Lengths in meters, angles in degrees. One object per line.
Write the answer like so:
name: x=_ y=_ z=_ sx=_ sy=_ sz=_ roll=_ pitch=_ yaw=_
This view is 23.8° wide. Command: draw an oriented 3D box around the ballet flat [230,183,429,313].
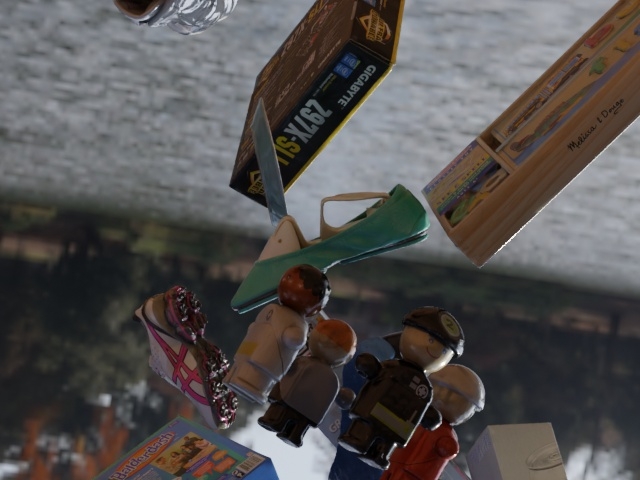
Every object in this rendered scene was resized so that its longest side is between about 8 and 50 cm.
ballet flat: x=0.000 y=0.000 z=1.731 sx=0.247 sy=0.087 sz=0.083 roll=-23 pitch=-175 yaw=0

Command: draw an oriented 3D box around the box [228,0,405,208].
box: x=-0.001 y=-0.231 z=2.090 sx=0.079 sy=0.257 sz=0.322 roll=30 pitch=130 yaw=-15

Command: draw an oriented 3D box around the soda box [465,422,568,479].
soda box: x=0.278 y=0.380 z=1.960 sx=0.098 sy=0.286 sz=0.091 roll=1 pitch=143 yaw=-18

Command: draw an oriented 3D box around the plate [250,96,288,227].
plate: x=-0.062 y=-0.082 z=1.860 sx=0.024 sy=0.188 sz=0.188 roll=-13 pitch=-179 yaw=-1

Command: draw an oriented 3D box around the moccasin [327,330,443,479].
moccasin: x=0.092 y=0.249 z=1.703 sx=0.116 sy=0.342 sz=0.138 roll=-18 pitch=-134 yaw=-28

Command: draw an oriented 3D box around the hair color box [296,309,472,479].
hair color box: x=0.071 y=0.262 z=2.178 sx=0.374 sy=0.113 sz=0.185 roll=48 pitch=180 yaw=-1

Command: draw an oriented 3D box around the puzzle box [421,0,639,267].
puzzle box: x=0.284 y=-0.155 z=1.654 sx=0.052 sy=0.409 sz=0.272 roll=45 pitch=-174 yaw=-9

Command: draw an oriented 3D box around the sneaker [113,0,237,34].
sneaker: x=-0.154 y=-0.267 z=1.499 sx=0.114 sy=0.152 sz=0.305 roll=48 pitch=165 yaw=3

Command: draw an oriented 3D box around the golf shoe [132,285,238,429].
golf shoe: x=-0.165 y=0.152 z=1.874 sx=0.086 sy=0.186 sz=0.067 roll=-24 pitch=180 yaw=26

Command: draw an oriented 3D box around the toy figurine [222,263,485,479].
toy figurine: x=0.035 y=0.126 z=1.392 sx=0.209 sy=0.148 sz=0.213 roll=24 pitch=164 yaw=27

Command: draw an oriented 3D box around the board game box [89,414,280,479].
board game box: x=-0.177 y=0.312 z=1.955 sx=0.160 sy=0.047 sz=0.210 roll=-35 pitch=-149 yaw=-27
